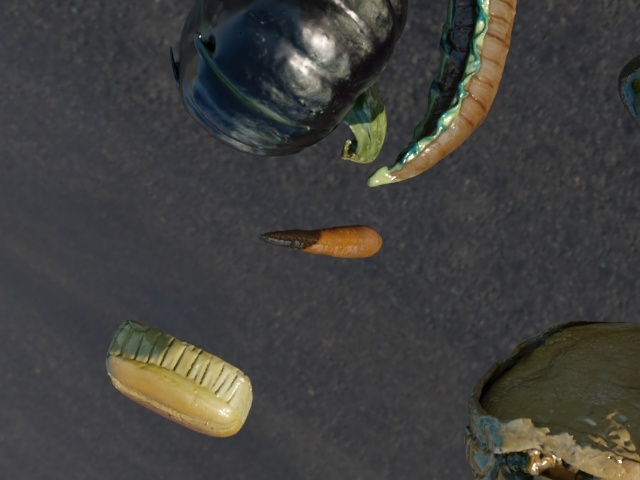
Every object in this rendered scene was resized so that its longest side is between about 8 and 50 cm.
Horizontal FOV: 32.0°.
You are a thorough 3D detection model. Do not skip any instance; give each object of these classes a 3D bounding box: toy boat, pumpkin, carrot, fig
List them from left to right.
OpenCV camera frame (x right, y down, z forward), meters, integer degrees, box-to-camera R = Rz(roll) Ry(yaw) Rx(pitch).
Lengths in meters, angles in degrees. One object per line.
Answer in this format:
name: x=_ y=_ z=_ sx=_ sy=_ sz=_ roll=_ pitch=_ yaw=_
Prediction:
pumpkin: x=-0.010 y=-0.214 z=1.260 sx=0.296 sy=0.296 sz=0.296 roll=25 pitch=143 yaw=21
carrot: x=0.000 y=0.000 z=1.540 sx=0.048 sy=0.216 sz=0.048 roll=-2 pitch=87 yaw=49
toy boat: x=0.137 y=-0.175 z=1.165 sx=0.099 sy=0.293 sz=0.108 roll=22 pitch=170 yaw=-15
fig: x=0.472 y=-0.209 z=1.422 sx=0.177 sy=0.117 sz=0.117 roll=-34 pitch=106 yaw=24

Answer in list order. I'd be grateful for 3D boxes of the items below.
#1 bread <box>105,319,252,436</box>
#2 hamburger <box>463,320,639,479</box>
bread: x=-0.221 y=0.219 z=1.724 sx=0.236 sy=0.106 sz=0.140 roll=24 pitch=159 yaw=10
hamburger: x=0.248 y=0.168 z=1.001 sx=0.286 sy=0.243 sz=0.146 roll=-122 pitch=27 yaw=-68
